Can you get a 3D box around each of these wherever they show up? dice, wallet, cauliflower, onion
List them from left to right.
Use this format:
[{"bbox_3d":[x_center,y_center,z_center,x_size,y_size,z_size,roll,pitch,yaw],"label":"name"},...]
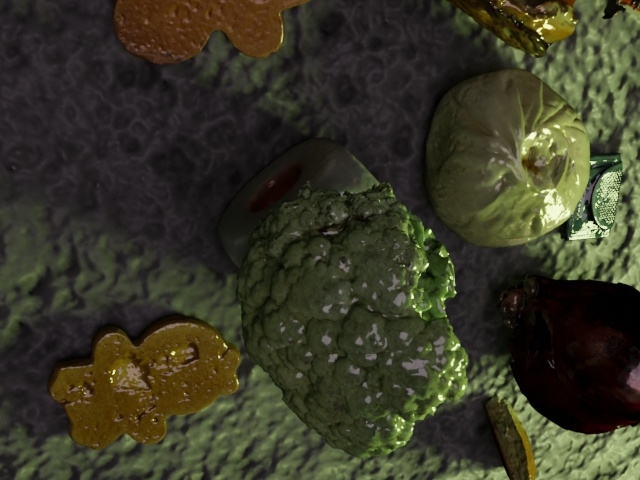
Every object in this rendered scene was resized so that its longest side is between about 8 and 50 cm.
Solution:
[{"bbox_3d":[0.000,0.000,0.962,0.193,0.194,0.192,-43,112,-1],"label":"dice"},{"bbox_3d":[0.046,0.068,0.805,0.250,0.275,0.272,-33,83,-41],"label":"cauliflower"},{"bbox_3d":[0.402,-0.063,1.147,0.088,0.026,0.129,-5,110,-14],"label":"wallet"},{"bbox_3d":[0.390,0.165,1.090,0.221,0.281,0.281,-44,114,-3],"label":"onion"}]

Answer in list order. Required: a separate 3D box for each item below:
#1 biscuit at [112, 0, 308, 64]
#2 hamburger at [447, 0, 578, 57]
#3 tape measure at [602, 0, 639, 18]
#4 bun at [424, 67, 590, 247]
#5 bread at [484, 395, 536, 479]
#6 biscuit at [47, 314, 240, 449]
[{"bbox_3d":[-0.093,-0.312,0.887,0.324,0.049,0.205,-32,125,9],"label":"biscuit"},{"bbox_3d":[0.210,-0.337,0.893,0.244,0.244,0.163,33,107,-23],"label":"hamburger"},{"bbox_3d":[0.548,-0.362,1.037,0.258,0.130,0.265,23,100,-20],"label":"tape measure"},{"bbox_3d":[0.248,-0.098,1.027,0.244,0.153,0.244,-4,110,-10],"label":"bun"},{"bbox_3d":[0.301,0.332,1.192,0.054,0.136,0.154,-21,110,10],"label":"bread"},{"bbox_3d":[-0.230,0.184,1.041,0.249,0.035,0.184,-23,113,-9],"label":"biscuit"}]
